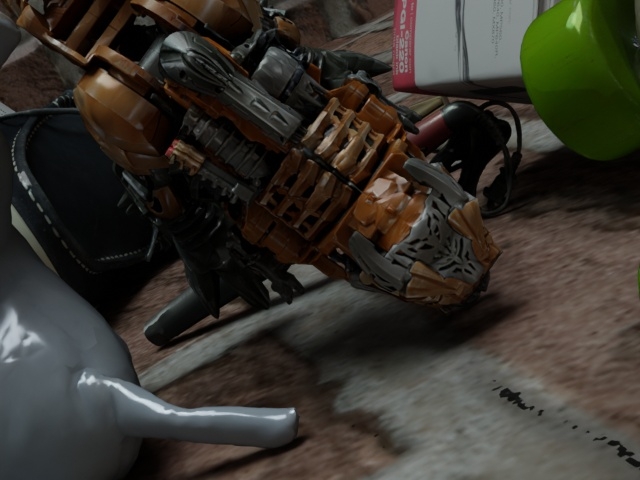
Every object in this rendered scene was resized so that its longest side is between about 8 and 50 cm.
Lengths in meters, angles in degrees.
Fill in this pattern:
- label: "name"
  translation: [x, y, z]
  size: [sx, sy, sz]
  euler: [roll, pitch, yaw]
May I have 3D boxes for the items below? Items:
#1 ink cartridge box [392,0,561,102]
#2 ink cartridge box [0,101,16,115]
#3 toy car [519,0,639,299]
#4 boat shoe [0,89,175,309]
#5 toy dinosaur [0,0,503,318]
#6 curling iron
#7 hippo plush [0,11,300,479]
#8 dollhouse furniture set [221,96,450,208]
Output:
- label: "ink cartridge box"
  translation: [0.146, -0.120, 0.696]
  size: [0.158, 0.092, 0.218]
  euler: [3, 2, -15]
- label: "ink cartridge box"
  translation: [-0.460, 0.005, 1.265]
  size: [0.279, 0.160, 0.385]
  euler: [-57, 1, 19]
- label: "toy car"
  translation: [0.187, -0.058, 0.393]
  size: [0.188, 0.149, 0.155]
  euler: [-22, -6, -45]
- label: "boat shoe"
  translation: [-0.192, -0.056, 1.139]
  size: [0.156, 0.187, 0.500]
  euler: [-32, 5, 8]
- label: "toy dinosaur"
  translation: [-0.048, -0.074, 0.632]
  size: [0.164, 0.322, 0.218]
  euler: [-34, -15, 3]
- label: "curling iron"
  translation: [0.000, 0.000, 0.761]
  size: [0.274, 0.068, 0.035]
  euler: [-29, 11, 22]
- label: "hippo plush"
  translation: [-0.207, 0.034, 0.600]
  size: [0.234, 0.237, 0.294]
  euler: [-31, 12, -21]
- label: "dollhouse furniture set"
  translation: [-0.016, -0.084, 1.047]
  size: [0.182, 0.101, 0.161]
  euler: [-36, 14, -38]
